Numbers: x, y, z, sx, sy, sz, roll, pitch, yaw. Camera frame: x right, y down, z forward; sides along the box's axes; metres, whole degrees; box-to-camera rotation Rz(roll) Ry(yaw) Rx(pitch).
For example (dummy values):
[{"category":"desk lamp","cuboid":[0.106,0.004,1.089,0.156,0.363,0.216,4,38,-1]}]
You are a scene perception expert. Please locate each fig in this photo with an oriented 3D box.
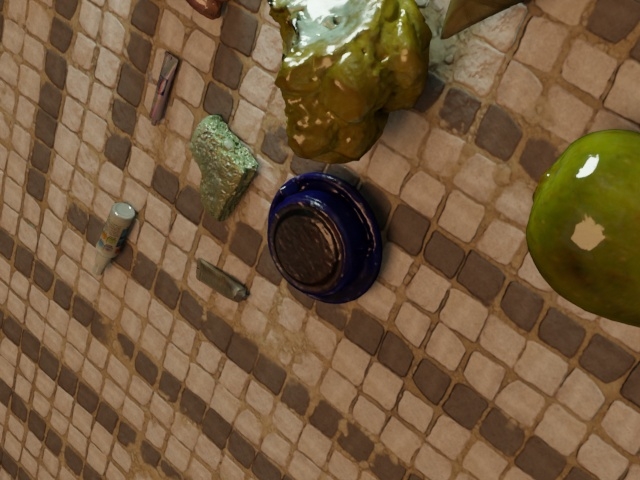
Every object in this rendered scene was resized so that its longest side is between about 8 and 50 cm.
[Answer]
[{"category":"fig","cuboid":[0.452,0.002,1.264,0.326,0.258,0.258,41,127,3]}]

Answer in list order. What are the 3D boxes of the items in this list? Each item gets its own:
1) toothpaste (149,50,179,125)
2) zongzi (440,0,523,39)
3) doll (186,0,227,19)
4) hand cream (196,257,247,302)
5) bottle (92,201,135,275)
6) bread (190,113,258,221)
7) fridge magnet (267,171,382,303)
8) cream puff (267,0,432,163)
[{"category":"toothpaste","cuboid":[-0.342,-0.324,1.900,0.045,0.028,0.170,40,124,29]},{"category":"zongzi","cuboid":[0.252,-0.489,1.319,0.317,0.154,0.289,-19,85,46]},{"category":"doll","cuboid":[-0.299,-0.563,1.709,0.303,0.156,0.201,49,122,8]},{"category":"hand cream","cuboid":[-0.222,0.094,1.955,0.165,0.037,0.057,29,121,36]},{"category":"bottle","cuboid":[-0.508,0.003,2.119,0.060,0.060,0.217,45,126,17]},{"category":"bread","cuboid":[-0.203,-0.143,1.833,0.172,0.064,0.232,9,112,37]},{"category":"fridge magnet","cuboid":[0.000,0.000,1.693,0.265,0.113,0.265,15,116,34]},{"category":"cream puff","cuboid":[0.060,-0.285,1.478,0.274,0.323,0.270,-13,140,12]}]
